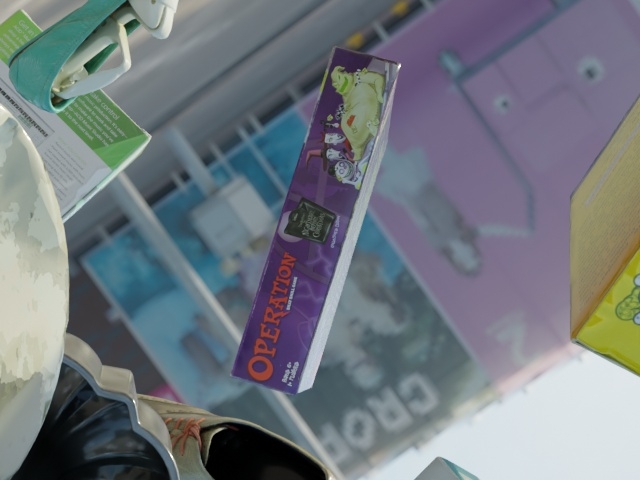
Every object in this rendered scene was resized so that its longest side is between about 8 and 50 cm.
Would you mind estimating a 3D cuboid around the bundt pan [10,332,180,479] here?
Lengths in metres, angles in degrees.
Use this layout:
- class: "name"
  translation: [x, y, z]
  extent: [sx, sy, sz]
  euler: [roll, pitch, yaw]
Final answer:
- class: "bundt pan"
  translation: [-0.266, 0.211, 1.466]
  extent: [0.331, 0.331, 0.124]
  euler: [-35, -167, 13]

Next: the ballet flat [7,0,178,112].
- class: "ballet flat"
  translation: [-0.196, -0.213, 1.704]
  extent: [0.247, 0.087, 0.083]
  euler: [-41, 165, 9]

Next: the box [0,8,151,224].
- class: "box"
  translation: [-0.395, -0.100, 2.094]
  extent: [0.322, 0.232, 0.058]
  euler: [-45, -179, -27]

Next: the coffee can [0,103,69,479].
- class: "coffee can"
  translation: [-0.287, 0.023, 0.809]
  extent: [0.275, 0.201, 0.201]
  euler: [2, -158, 26]

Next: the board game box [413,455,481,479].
- class: "board game box"
  translation: [0.054, 0.358, 1.197]
  extent: [0.336, 0.254, 0.079]
  euler: [-46, 144, 5]

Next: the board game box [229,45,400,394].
- class: "board game box"
  translation: [0.000, 0.000, 1.179]
  extent: [0.347, 0.056, 0.208]
  euler: [81, 22, -85]

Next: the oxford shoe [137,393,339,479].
- class: "oxford shoe"
  translation: [-0.134, 0.203, 1.737]
  extent: [0.130, 0.348, 0.123]
  euler: [87, 21, -56]

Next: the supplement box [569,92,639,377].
- class: "supplement box"
  translation: [0.326, -0.011, 1.355]
  extent: [0.195, 0.194, 0.356]
  euler: [-58, -176, 20]
